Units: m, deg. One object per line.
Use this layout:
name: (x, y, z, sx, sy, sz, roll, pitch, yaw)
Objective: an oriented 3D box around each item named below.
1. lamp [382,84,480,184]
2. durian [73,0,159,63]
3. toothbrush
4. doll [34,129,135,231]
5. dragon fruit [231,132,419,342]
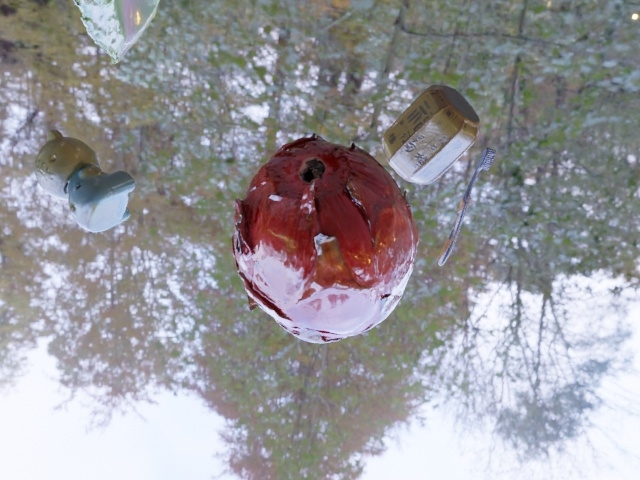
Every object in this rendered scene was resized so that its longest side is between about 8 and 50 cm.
lamp: (0.228, -0.218, 1.304, 0.161, 0.185, 0.161, 28, -145, -22)
durian: (-0.285, -0.358, 0.790, 0.157, 0.170, 0.355, 1, 175, 7)
toothbrush: (0.338, -0.073, 1.491, 0.031, 0.321, 0.023, 12, -151, -14)
doll: (-0.622, -0.153, 1.628, 0.260, 0.177, 0.161, 43, -133, 15)
dragon fruit: (0.003, 0.001, 0.765, 0.240, 0.253, 0.241, 9, -151, -5)
